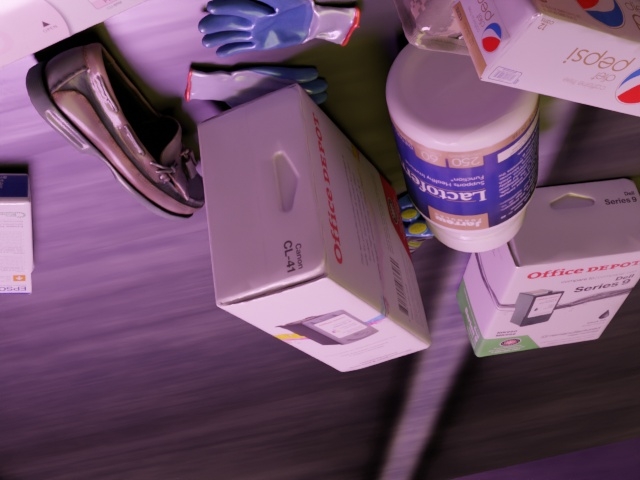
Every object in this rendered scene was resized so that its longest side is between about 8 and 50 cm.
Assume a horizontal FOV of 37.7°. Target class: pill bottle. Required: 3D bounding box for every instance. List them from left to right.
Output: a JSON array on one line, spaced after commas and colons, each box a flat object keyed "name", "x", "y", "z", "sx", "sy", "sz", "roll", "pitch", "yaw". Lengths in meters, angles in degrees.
[{"name": "pill bottle", "x": 0.163, "y": -0.100, "z": 1.027, "sx": 0.153, "sy": 0.153, "sz": 0.265, "roll": -14, "pitch": 150, "yaw": 6}]

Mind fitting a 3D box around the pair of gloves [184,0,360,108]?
[{"name": "pair of gloves", "x": -0.054, "y": -0.180, "z": 0.948, "sx": 0.159, "sy": 0.023, "sz": 0.198, "roll": 0, "pitch": 148, "yaw": -19}]

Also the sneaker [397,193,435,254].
[{"name": "sneaker", "x": 0.116, "y": -0.018, "z": 1.260, "sx": 0.188, "sy": 0.067, "sz": 0.078, "roll": -29, "pitch": 167, "yaw": 26}]

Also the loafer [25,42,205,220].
[{"name": "loafer", "x": -0.184, "y": -0.105, "z": 0.968, "sx": 0.084, "sy": 0.096, "sz": 0.267, "roll": -27, "pitch": 145, "yaw": 16}]

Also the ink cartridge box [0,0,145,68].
[{"name": "ink cartridge box", "x": -0.273, "y": -0.241, "z": 0.737, "sx": 0.189, "sy": 0.066, "sz": 0.232, "roll": -20, "pitch": 154, "yaw": 15}]

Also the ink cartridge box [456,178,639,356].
[{"name": "ink cartridge box", "x": 0.335, "y": 0.047, "z": 1.371, "sx": 0.211, "sy": 0.122, "sz": 0.289, "roll": -8, "pitch": 150, "yaw": -7}]

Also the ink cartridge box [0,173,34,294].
[{"name": "ink cartridge box", "x": -0.451, "y": -0.004, "z": 1.094, "sx": 0.223, "sy": 0.045, "sz": 0.224, "roll": 0, "pitch": 150, "yaw": -17}]

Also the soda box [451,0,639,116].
[{"name": "soda box", "x": 0.207, "y": -0.150, "z": 0.701, "sx": 0.216, "sy": 0.074, "sz": 0.069, "roll": 6, "pitch": 144, "yaw": -33}]

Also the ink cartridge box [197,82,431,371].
[{"name": "ink cartridge box", "x": 0.000, "y": 0.000, "z": 1.052, "sx": 0.131, "sy": 0.226, "sz": 0.306, "roll": -19, "pitch": 153, "yaw": 20}]

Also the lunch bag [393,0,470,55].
[{"name": "lunch bag", "x": 0.216, "y": -0.264, "z": 0.756, "sx": 0.287, "sy": 0.169, "sz": 0.235, "roll": 1, "pitch": 146, "yaw": -35}]
